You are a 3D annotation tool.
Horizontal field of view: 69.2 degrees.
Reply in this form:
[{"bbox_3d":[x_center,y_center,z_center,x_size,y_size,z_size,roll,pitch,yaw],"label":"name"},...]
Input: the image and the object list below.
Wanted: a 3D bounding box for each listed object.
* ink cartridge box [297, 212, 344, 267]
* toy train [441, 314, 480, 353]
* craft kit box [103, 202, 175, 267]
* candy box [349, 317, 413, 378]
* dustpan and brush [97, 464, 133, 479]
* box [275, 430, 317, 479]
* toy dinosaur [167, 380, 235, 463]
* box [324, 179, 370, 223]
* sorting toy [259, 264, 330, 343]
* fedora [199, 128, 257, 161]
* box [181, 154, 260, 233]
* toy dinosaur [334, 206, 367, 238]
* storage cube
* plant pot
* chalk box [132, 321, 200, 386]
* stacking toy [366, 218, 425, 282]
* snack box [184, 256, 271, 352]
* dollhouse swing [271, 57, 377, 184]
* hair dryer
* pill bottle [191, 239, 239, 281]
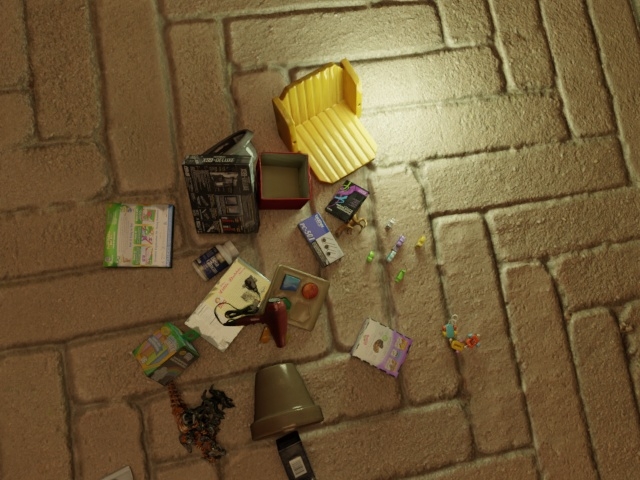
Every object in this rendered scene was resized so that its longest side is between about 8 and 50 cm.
[{"bbox_3d":[0.000,0.000,1.879,0.097,0.046,0.207,-30,86,-12],"label":"ink cartridge box"},{"bbox_3d":[0.567,0.389,1.900,0.125,0.046,0.166,-42,92,-12],"label":"toy train"},{"bbox_3d":[-0.694,-0.017,1.785,0.247,0.061,0.249,2,81,-10],"label":"craft kit box"},{"bbox_3d":[0.239,0.423,1.836,0.196,0.070,0.164,28,79,-3],"label":"candy box"},{"bbox_3d":[-0.711,0.932,1.637,0.147,0.060,0.211,-25,86,-11],"label":"dustpan and brush"},{"bbox_3d":[-0.090,0.801,1.690,0.093,0.158,0.155,-21,85,-11],"label":"box"},{"bbox_3d":[-0.445,0.648,1.679,0.218,0.164,0.322,-39,108,4],"label":"toy dinosaur"},{"bbox_3d":[0.109,-0.160,1.903,0.116,0.029,0.162,31,79,24],"label":"box"},{"bbox_3d":[-0.111,0.270,1.799,0.229,0.041,0.307,20,89,-15],"label":"sorting toy"},{"bbox_3d":[-0.357,-0.315,1.816,0.275,0.244,0.124,-37,118,-6],"label":"fedora"},{"bbox_3d":[-0.361,-0.167,1.724,0.243,0.307,0.076,0,37,3],"label":"box"},{"bbox_3d":[0.140,-0.092,1.903,0.112,0.064,0.211,35,78,0],"label":"toy dinosaur"},{"bbox_3d":[-0.153,-0.227,1.810,0.215,0.193,0.183,-2,82,-13],"label":"storage cube"},{"bbox_3d":[-0.139,0.577,1.691,0.263,0.263,0.229,-11,67,-9],"label":"plant pot"},{"bbox_3d":[-0.538,0.394,1.682,0.213,0.132,0.132,-41,57,-12],"label":"chalk box"},{"bbox_3d":[0.310,0.038,1.912,0.167,0.052,0.221,33,79,-2],"label":"stacking toy"},{"bbox_3d":[-0.346,0.245,1.788,0.187,0.060,0.322,39,79,-3],"label":"snack box"},{"bbox_3d":[0.046,-0.456,1.842,0.347,0.315,0.305,-31,67,-11],"label":"dollhouse swing"},{"bbox_3d":[-0.229,0.288,1.743,0.293,0.080,0.223,44,108,-4],"label":"hair dryer"},{"bbox_3d":[-0.401,0.074,1.789,0.169,0.094,0.094,-37,88,-11],"label":"pill bottle"}]
